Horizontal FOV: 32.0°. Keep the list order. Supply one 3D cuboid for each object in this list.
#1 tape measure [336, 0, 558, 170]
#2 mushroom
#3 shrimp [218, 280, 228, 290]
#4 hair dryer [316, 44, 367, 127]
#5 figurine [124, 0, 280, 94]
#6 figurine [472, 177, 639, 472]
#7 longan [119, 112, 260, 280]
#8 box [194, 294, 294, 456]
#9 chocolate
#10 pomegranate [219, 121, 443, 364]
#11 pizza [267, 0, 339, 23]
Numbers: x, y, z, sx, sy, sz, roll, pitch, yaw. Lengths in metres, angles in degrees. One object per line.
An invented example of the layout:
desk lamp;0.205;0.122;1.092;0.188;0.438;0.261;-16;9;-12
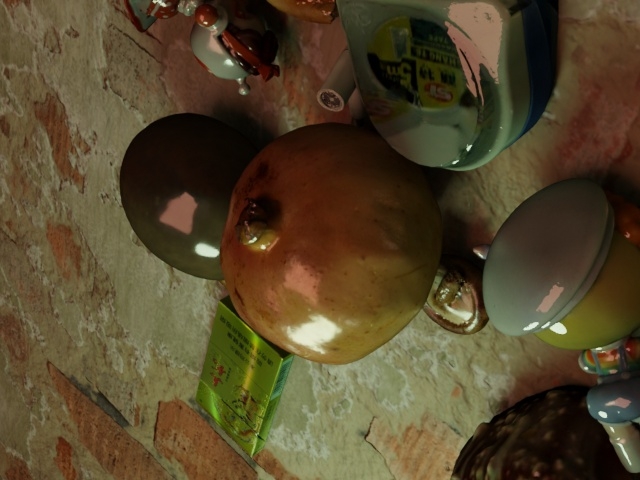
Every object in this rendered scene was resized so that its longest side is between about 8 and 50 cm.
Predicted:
tape measure;0.158;-0.223;1.421;0.259;0.138;0.262;18;125;42
mushroom;0.191;0.080;1.608;0.127;0.087;0.127;23;124;39
shrimp;-0.173;0.078;2.026;0.166;0.049;0.161;50;160;-7
hair dryer;0.045;-0.196;1.572;0.044;0.155;0.183;20;144;16
figurine;-0.150;-0.318;1.667;0.226;0.160;0.183;42;175;4
figurine;0.353;0.113;1.370;0.381;0.205;0.224;54;135;3
longan;-0.193;-0.069;1.822;0.300;0.243;0.300;62;178;4
box;-0.149;0.260;2.120;0.173;0.043;0.311;41;137;22
chocolate;0.303;0.354;1.559;0.340;0.210;0.225;-31;91;51
pomegranate;0.000;0.000;1.555;0.338;0.338;0.338;26;130;35
pizza;-0.069;-0.451;1.570;0.335;0.086;0.226;52;142;13
